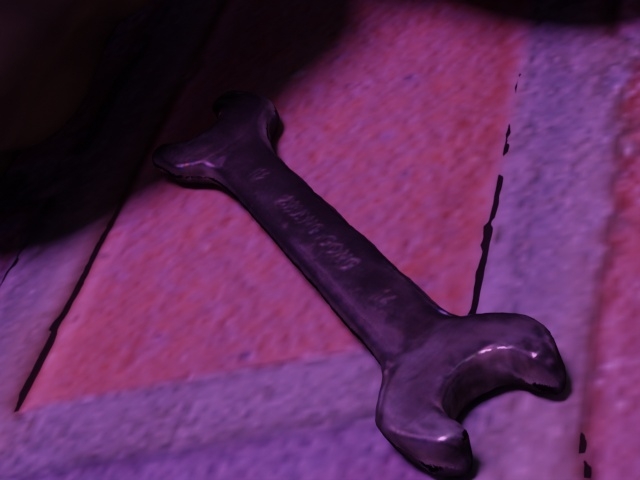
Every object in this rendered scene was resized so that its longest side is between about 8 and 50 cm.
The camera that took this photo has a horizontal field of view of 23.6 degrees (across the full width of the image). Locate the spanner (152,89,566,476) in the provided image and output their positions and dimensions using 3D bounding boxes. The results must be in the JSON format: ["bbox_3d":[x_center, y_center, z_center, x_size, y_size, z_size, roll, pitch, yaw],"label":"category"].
[{"bbox_3d":[0.000,0.000,0.493,0.054,0.015,0.254,-32,31,-8],"label":"spanner"}]

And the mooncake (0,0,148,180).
[{"bbox_3d":[-0.168,-0.167,0.647,0.351,0.187,0.351,-42,27,27],"label":"mooncake"}]
